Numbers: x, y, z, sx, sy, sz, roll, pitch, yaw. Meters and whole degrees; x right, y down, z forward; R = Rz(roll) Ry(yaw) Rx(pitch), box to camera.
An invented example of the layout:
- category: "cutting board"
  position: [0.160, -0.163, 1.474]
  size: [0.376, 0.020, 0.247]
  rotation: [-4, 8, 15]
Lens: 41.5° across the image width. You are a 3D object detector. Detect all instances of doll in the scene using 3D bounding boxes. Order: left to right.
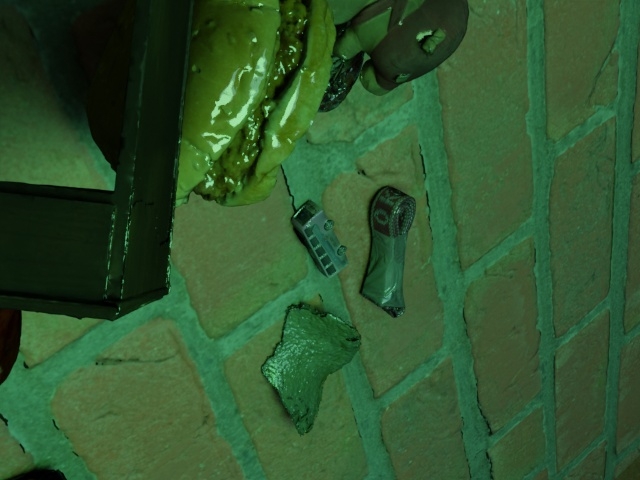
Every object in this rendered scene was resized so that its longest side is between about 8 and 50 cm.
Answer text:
- category: "doll"
  position: [0.054, -0.303, 0.967]
  size: [0.256, 0.152, 0.196]
  rotation: [43, 54, -21]

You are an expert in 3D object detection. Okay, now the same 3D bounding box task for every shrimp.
- category: "shrimp"
  position: [0.028, -0.240, 1.076]
  size: [0.065, 0.057, 0.165]
  rotation: [4, 111, -37]

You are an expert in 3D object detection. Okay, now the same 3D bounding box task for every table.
- category: "table"
  position: [-0.231, -0.103, 0.603]
  size: [0.251, 0.196, 0.281]
  rotation: [6, 90, 0]

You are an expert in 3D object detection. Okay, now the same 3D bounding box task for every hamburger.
- category: "hamburger"
  position: [-0.120, -0.163, 0.821]
  size: [0.145, 0.283, 0.259]
  rotation: [17, 96, -32]

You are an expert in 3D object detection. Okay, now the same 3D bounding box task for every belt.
- category: "belt"
  position: [0.106, 0.024, 1.327]
  size: [0.071, 0.053, 0.232]
  rotation: [-29, 133, -36]

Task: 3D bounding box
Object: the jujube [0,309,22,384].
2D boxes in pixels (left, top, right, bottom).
- category: "jujube"
  position: [-0.372, 0.056, 0.818]
  size: [0.190, 0.190, 0.255]
  rotation: [-32, 147, -23]

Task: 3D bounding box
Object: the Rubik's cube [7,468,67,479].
- category: "Rubik's cube"
  position: [-0.385, 0.475, 1.035]
  size: [0.247, 0.248, 0.249]
  rotation: [-18, 129, -33]

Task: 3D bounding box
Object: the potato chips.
- category: "potato chips"
  position: [-0.015, 0.204, 1.335]
  size: [0.167, 0.059, 0.228]
  rotation: [9, 115, -39]

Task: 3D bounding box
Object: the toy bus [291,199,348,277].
- category: "toy bus"
  position: [0.000, 0.000, 1.226]
  size: [0.052, 0.037, 0.130]
  rotation: [-39, 138, -10]
